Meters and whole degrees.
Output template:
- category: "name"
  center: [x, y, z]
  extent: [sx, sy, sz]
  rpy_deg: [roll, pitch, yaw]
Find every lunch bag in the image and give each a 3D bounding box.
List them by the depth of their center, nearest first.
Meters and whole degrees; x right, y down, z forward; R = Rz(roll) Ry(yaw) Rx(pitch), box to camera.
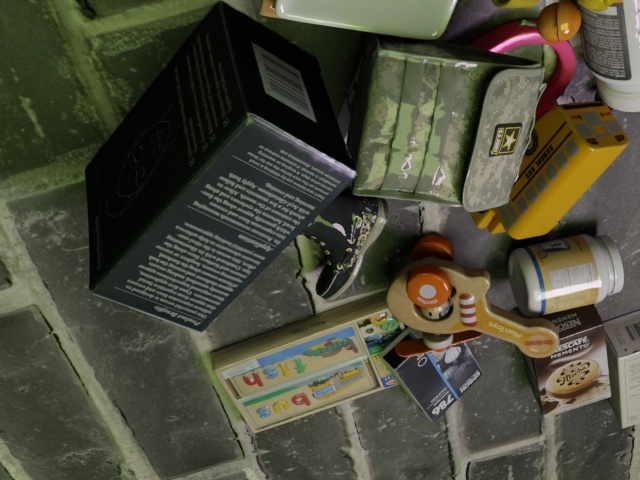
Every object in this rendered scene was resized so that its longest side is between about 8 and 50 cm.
- category: "lunch bag"
  center: [0.196, -0.180, 1.518]
  extent: [0.287, 0.169, 0.235]
  rpy_deg: [7, 113, -10]

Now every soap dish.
- category: "soap dish"
  center: [0.073, -0.415, 1.406]
  extent: [0.290, 0.118, 0.229]
  rpy_deg: [3, 133, -20]

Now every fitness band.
- category: "fitness band"
  center: [0.300, -0.255, 1.680]
  extent: [0.291, 0.054, 0.209]
  rpy_deg: [-32, 134, 14]

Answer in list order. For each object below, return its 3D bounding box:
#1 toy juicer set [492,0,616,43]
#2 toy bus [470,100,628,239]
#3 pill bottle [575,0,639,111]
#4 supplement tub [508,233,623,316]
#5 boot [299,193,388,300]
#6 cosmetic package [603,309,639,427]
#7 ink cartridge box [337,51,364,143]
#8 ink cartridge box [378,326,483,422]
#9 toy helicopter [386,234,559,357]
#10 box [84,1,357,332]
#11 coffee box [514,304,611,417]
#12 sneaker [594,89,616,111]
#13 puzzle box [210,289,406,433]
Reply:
- category: "toy juicer set"
  center: [0.371, -0.436, 1.408]
  extent: [0.089, 0.209, 0.329]
  rpy_deg: [3, 134, -30]
- category: "toy bus"
  center: [0.395, -0.112, 1.744]
  extent: [0.108, 0.130, 0.333]
  rpy_deg: [-10, 151, -29]
- category: "pill bottle"
  center: [0.495, -0.349, 1.566]
  extent: [0.162, 0.162, 0.278]
  rpy_deg: [-21, 137, 5]
- category: "supplement tub"
  center: [0.496, 0.068, 1.993]
  extent: [0.199, 0.144, 0.144]
  rpy_deg: [-12, 136, -5]
- category: "boot"
  center: [0.000, -0.002, 1.823]
  extent: [0.178, 0.085, 0.236]
  rpy_deg: [16, 121, -26]
- category: "cosmetic package"
  center: [0.764, 0.302, 2.330]
  extent: [0.160, 0.113, 0.309]
  rpy_deg: [-18, 137, 2]
- category: "ink cartridge box"
  center: [0.102, -0.229, 1.639]
  extent: [0.109, 0.063, 0.150]
  rpy_deg: [5, 132, -21]
- category: "ink cartridge box"
  center: [0.257, 0.287, 2.149]
  extent: [0.165, 0.065, 0.333]
  rpy_deg: [-44, 140, -6]
- category: "toy helicopter"
  center: [0.297, 0.159, 1.940]
  extent: [0.355, 0.140, 0.235]
  rpy_deg: [21, 124, -3]
- category: "box"
  center: [-0.171, -0.105, 1.517]
  extent: [0.212, 0.293, 0.395]
  rpy_deg: [26, 122, -35]
- category: "coffee box"
  center: [0.550, 0.257, 2.215]
  extent: [0.168, 0.119, 0.297]
  rpy_deg: [-19, 136, 4]
- category: "sneaker"
  center: [0.596, -0.278, 1.725]
  extent: [0.223, 0.083, 0.098]
  rpy_deg: [-33, 139, 15]
- category: "puzzle box"
  center: [-0.003, 0.269, 2.114]
  extent: [0.408, 0.052, 0.272]
  rpy_deg: [-20, 137, 3]
